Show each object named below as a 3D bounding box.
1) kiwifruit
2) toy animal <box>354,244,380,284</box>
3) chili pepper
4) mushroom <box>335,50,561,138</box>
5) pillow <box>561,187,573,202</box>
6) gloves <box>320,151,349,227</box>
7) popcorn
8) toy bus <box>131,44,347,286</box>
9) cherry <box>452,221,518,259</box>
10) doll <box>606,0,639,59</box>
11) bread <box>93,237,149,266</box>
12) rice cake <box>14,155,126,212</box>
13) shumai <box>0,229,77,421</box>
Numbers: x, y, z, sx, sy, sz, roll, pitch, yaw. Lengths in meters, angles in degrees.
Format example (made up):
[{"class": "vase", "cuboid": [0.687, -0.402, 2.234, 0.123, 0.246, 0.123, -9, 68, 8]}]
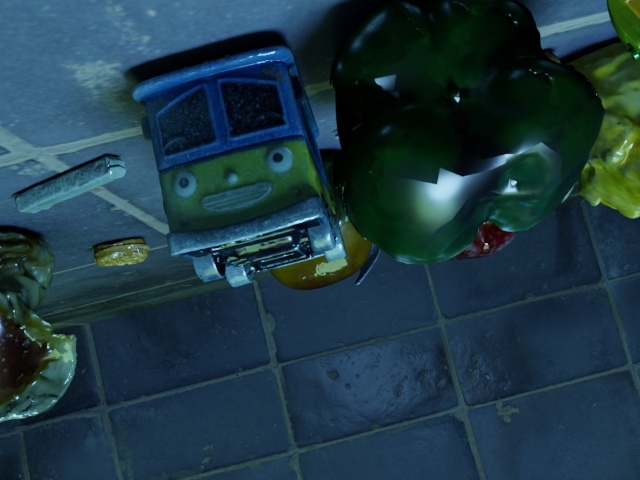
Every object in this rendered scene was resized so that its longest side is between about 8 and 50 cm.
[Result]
[{"class": "kiwifruit", "cuboid": [0.000, 0.000, 1.364, 0.234, 0.196, 0.196, -15, 173, 23]}, {"class": "toy animal", "cuboid": [0.078, 0.012, 1.778, 0.176, 0.239, 0.255, 30, 98, -41]}, {"class": "chili pepper", "cuboid": [0.120, -0.108, 0.641, 0.248, 0.233, 0.257, -30, 163, 3]}, {"class": "mushroom", "cuboid": [0.151, -0.181, 0.856, 0.306, 0.043, 0.068, -15, 148, 18]}, {"class": "pillow", "cuboid": [0.411, -0.137, 1.171, 0.050, 0.148, 0.230, 28, -175, 1]}, {"class": "gloves", "cuboid": [0.008, -0.084, 1.050, 0.135, 0.107, 0.268, -20, -170, 10]}, {"class": "popcorn", "cuboid": [0.413, -0.153, 0.886, 0.192, 0.233, 0.266, -39, -151, 5]}, {"class": "toy bus", "cuboid": [-0.067, -0.061, 0.713, 0.152, 0.190, 0.312, -14, 173, 4]}, {"class": "cherry", "cuboid": [0.267, -0.063, 1.329, 0.230, 0.203, 0.300, -17, -169, -23]}, {"class": "doll", "cuboid": [0.324, -0.212, 0.526, 0.186, 0.134, 0.106, -11, 177, 25]}, {"class": "bread", "cuboid": [-0.400, 0.023, 1.340, 0.110, 0.044, 0.083, -7, 169, -33]}, {"class": "rice cake", "cuboid": [-0.314, -0.068, 0.832, 0.170, 0.029, 0.033, -18, 176, 25]}, {"class": "shumai", "cuboid": [-0.549, 0.148, 1.010, 0.330, 0.289, 0.292, -14, 174, -18]}]
